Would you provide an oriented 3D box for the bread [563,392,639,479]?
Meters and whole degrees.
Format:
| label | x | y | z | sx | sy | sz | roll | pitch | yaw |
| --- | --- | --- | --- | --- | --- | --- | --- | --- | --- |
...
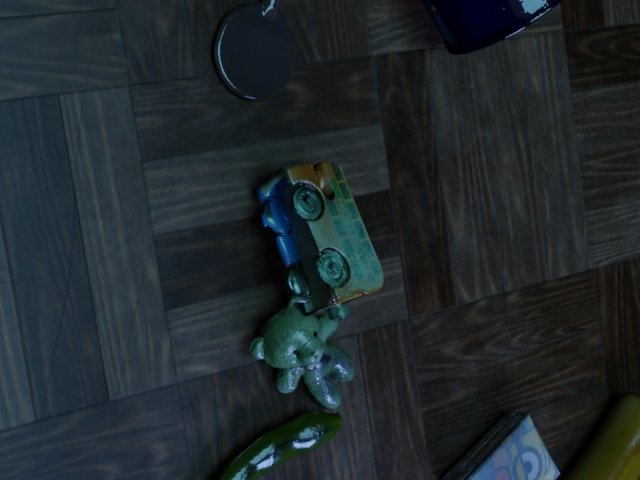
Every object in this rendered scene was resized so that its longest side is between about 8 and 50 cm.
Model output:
| label | x | y | z | sx | sy | sz | roll | pitch | yaw |
| --- | --- | --- | --- | --- | --- | --- | --- | --- | --- |
| bread | 0.402 | 0.319 | 1.726 | 0.092 | 0.074 | 0.239 | 47 | 66 | -20 |

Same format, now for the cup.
| label | x | y | z | sx | sy | sz | roll | pitch | yaw |
| --- | --- | --- | --- | --- | --- | --- | --- | --- | --- |
| cup | 0.168 | -0.394 | 1.538 | 0.178 | 0.255 | 0.256 | -31 | 109 | 10 |

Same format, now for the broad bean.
| label | x | y | z | sx | sy | sz | roll | pitch | yaw |
| --- | --- | --- | --- | --- | --- | --- | --- | --- | --- |
| broad bean | -0.063 | 0.259 | 1.434 | 0.227 | 0.039 | 0.069 | -40 | 105 | -26 |

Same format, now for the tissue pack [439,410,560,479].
| label | x | y | z | sx | sy | sz | roll | pitch | yaw |
| --- | --- | --- | --- | --- | --- | --- | --- | --- | --- |
| tissue pack | 0.236 | 0.309 | 1.620 | 0.148 | 0.060 | 0.109 | -39 | 110 | -28 |

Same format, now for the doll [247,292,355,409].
| label | x | y | z | sx | sy | sz | roll | pitch | yaw |
| --- | --- | --- | --- | --- | --- | --- | --- | --- | --- |
| doll | -0.008 | 0.134 | 1.453 | 0.115 | 0.077 | 0.150 | -54 | 128 | -13 |

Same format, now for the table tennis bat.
| label | x | y | z | sx | sy | sz | roll | pitch | yaw |
| --- | --- | --- | --- | --- | --- | --- | --- | --- | --- |
| table tennis bat | -0.039 | -0.242 | 1.394 | 0.107 | 0.119 | 0.170 | 20 | 81 | -33 |

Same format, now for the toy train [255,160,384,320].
| label | x | y | z | sx | sy | sz | roll | pitch | yaw |
| --- | --- | --- | --- | --- | --- | --- | --- | --- | --- |
| toy train | 0.000 | 0.000 | 1.425 | 0.099 | 0.072 | 0.188 | -16 | 82 | -46 |
